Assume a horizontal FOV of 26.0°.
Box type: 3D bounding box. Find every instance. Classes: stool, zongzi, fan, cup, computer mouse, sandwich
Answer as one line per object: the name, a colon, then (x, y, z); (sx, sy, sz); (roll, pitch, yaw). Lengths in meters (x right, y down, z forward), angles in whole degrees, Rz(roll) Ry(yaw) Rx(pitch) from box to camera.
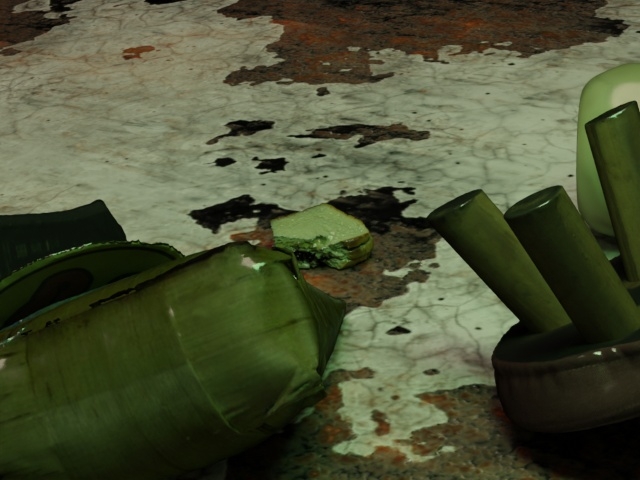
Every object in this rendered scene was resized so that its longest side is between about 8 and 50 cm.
stool: (0.231, 0.012, 1.073); (0.272, 0.178, 0.272); (-27, 9, 5)
zongzi: (-0.135, 0.106, 1.145); (0.322, 0.160, 0.360); (-17, 0, 9)
fan: (-0.239, 0.074, 1.105); (0.335, 0.229, 0.011); (1, 48, -44)
cup: (0.368, -0.104, 1.390); (0.202, 0.173, 0.255); (2, 27, 16)
computer mouse: (-0.264, 0.046, 1.229); (0.264, 0.147, 0.088); (-10, 4, -42)
sandwich: (0.000, 0.000, 1.424); (0.093, 0.036, 0.105); (-23, 31, -33)
